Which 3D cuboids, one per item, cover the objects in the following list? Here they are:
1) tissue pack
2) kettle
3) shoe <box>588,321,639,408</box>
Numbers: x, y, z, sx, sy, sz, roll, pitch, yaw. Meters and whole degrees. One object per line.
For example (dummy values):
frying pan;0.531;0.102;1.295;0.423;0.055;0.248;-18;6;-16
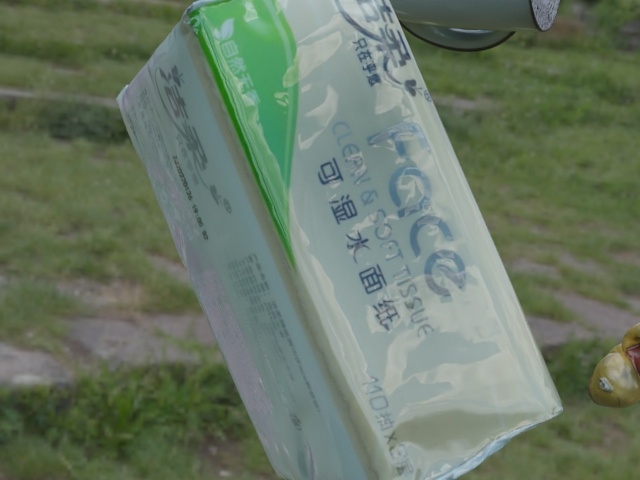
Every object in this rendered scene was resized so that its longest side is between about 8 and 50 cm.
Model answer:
tissue pack;0.000;0.000;1.062;0.205;0.405;0.332;-22;1;-20
kettle;0.191;-0.339;1.615;0.236;0.161;0.221;5;-36;25
shoe;0.278;0.103;1.021;0.109;0.072;0.069;-4;-3;11
